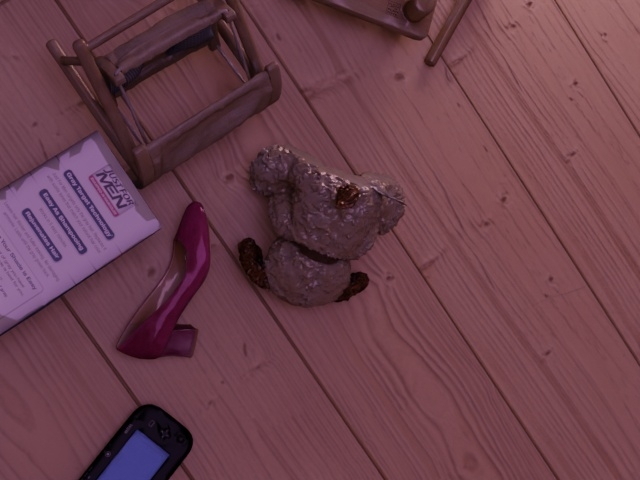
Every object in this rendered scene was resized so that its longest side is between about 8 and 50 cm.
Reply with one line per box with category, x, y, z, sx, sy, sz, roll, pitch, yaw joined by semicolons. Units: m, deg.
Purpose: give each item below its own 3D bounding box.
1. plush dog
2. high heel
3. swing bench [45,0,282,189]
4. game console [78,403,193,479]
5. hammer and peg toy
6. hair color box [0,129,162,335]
plush dog;0.000;0.000;1.643;0.262;0.210;0.225;16;107;-15
high heel;-0.237;0.058;1.601;0.117;0.082;0.244;7;96;-27
swing bench;-0.214;-0.239;1.558;0.253;0.165;0.255;-36;114;-18
game console;-0.342;0.394;1.558;0.213;0.044;0.361;42;74;-11
hammer and peg toy;0.136;-0.459;1.737;0.361;0.127;0.266;19;80;-16
hair color box;-0.422;0.009;1.529;0.347;0.105;0.174;-35;97;-17
